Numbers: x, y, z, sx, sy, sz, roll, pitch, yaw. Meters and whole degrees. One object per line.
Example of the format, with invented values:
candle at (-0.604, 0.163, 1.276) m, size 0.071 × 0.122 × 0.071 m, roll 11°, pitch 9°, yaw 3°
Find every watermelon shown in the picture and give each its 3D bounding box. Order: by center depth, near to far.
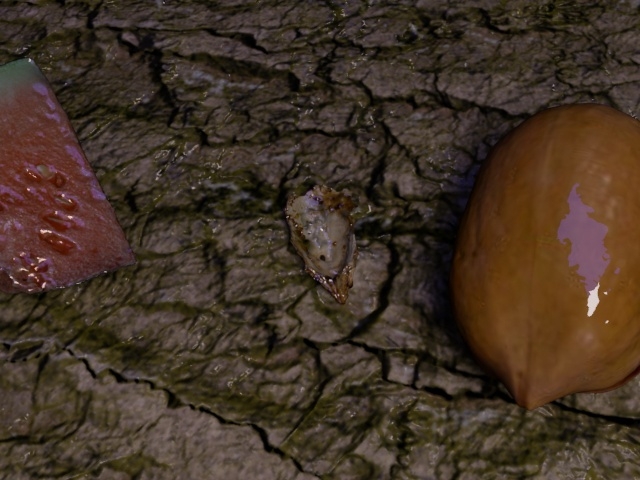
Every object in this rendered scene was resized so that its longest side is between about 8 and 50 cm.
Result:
watermelon at (-0.294, -0.035, 0.764) m, size 0.193 × 0.140 × 0.256 m, roll -38°, pitch 75°, yaw -25°

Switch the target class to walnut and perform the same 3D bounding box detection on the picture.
walnut at (0.208, 0.014, 0.670) m, size 0.203 × 0.203 × 0.298 m, roll 21°, pitch 60°, yaw 14°

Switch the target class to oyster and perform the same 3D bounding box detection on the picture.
oyster at (0.000, 0.000, 0.779) m, size 0.086 × 0.029 × 0.132 m, roll 5°, pitch 62°, yaw 11°
